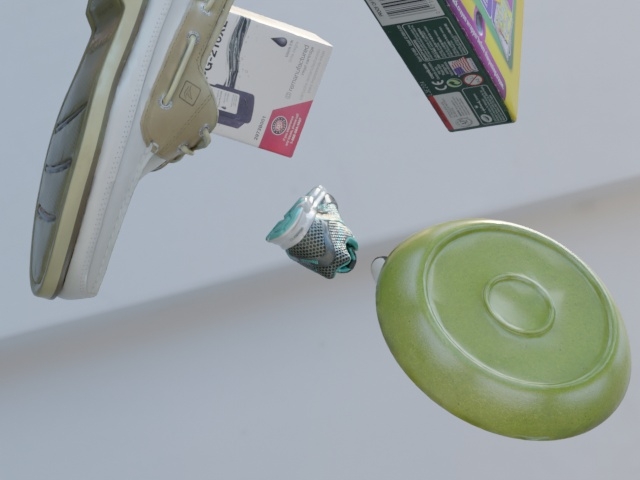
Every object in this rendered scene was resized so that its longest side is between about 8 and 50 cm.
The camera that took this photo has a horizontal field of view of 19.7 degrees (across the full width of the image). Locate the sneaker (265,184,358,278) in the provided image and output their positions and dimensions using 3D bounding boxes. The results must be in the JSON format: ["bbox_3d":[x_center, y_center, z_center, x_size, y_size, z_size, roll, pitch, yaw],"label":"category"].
[{"bbox_3d":[0.000,0.000,1.622,0.076,0.065,0.166,42,13,0],"label":"sneaker"}]

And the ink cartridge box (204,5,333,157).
[{"bbox_3d":[-0.129,-0.236,2.566,0.172,0.237,0.100,-69,-158,10],"label":"ink cartridge box"}]

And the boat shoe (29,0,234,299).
[{"bbox_3d":[-0.121,-0.096,1.290,0.113,0.103,0.302,4,-103,68],"label":"boat shoe"}]

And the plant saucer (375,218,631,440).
[{"bbox_3d":[0.167,0.065,1.610,0.037,0.241,0.241,116,-24,-45],"label":"plant saucer"}]

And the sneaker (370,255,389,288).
[{"bbox_3d":[0.073,0.051,1.845,0.040,0.044,0.109,-66,-145,28],"label":"sneaker"}]

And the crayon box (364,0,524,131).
[{"bbox_3d":[0.154,-0.364,2.309,0.363,0.106,0.313,51,38,-53],"label":"crayon box"}]
